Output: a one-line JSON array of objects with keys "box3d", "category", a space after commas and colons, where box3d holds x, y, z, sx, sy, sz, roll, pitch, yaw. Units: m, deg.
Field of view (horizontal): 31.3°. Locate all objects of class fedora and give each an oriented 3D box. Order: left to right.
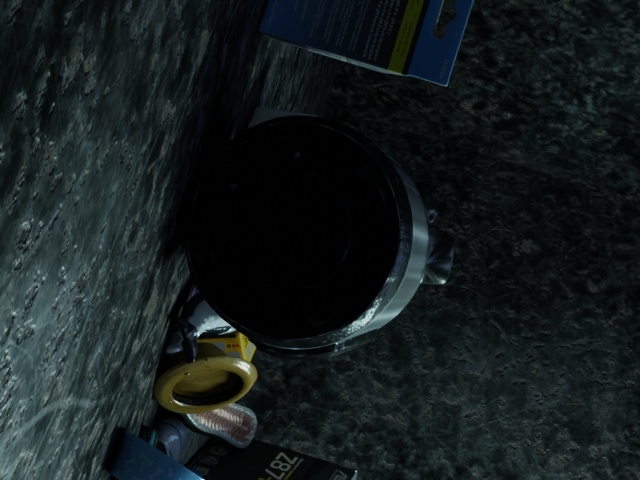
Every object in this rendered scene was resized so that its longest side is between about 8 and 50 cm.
[{"box3d": [-0.215, 0.241, 2.085, 0.194, 0.194, 0.079, 106, -28, -48], "category": "fedora"}]

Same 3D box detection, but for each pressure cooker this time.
[{"box3d": [0.003, -0.006, 1.895, 0.375, 0.370, 0.420, -37, 172, 7], "category": "pressure cooker"}]

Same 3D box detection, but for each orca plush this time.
[{"box3d": [-0.195, 0.155, 2.081, 0.102, 0.151, 0.287, -47, -175, 28], "category": "orca plush"}]

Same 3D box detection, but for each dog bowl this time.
[{"box3d": [-0.264, 0.396, 1.894, 0.074, 0.166, 0.297, -57, 173, -15], "category": "dog bowl"}]

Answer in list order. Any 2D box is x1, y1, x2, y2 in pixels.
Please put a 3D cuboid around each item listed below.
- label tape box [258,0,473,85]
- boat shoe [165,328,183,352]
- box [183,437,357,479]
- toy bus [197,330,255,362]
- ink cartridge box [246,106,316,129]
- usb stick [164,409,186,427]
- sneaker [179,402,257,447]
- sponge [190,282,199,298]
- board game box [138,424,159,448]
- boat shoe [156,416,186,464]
[{"box3d": [0.089, -0.418, 1.947, 0.106, 0.333, 0.241, -50, 157, -86], "category": "label tape box"}, {"box3d": [-0.257, 0.177, 2.039, 0.100, 0.035, 0.035, -45, 125, -79], "category": "boat shoe"}, {"box3d": [-0.141, 0.524, 2.194, 0.395, 0.318, 0.097, -38, 140, -63], "category": "box"}, {"box3d": [-0.169, 0.130, 2.342, 0.333, 0.108, 0.130, -69, 152, -60], "category": "toy bus"}, {"box3d": [-0.097, -0.074, 2.224, 0.226, 0.131, 0.306, -77, 176, -58], "category": "ink cartridge box"}, {"box3d": [-0.279, 0.306, 2.356, 0.077, 0.045, 0.278, -4, 111, -78], "category": "usb stick"}, {"box3d": [-0.244, 0.326, 2.254, 0.302, 0.121, 0.108, 53, 54, -51], "category": "sneaker"}, {"box3d": [-0.203, 0.030, 2.227, 0.210, 0.031, 0.117, -68, 175, -71], "category": "sponge"}, {"box3d": [-0.337, 0.433, 2.068, 0.126, 0.026, 0.186, 100, 7, -74], "category": "board game box"}, {"box3d": [-0.319, 0.450, 2.259, 0.076, 0.083, 0.226, -44, 148, -51], "category": "boat shoe"}]
